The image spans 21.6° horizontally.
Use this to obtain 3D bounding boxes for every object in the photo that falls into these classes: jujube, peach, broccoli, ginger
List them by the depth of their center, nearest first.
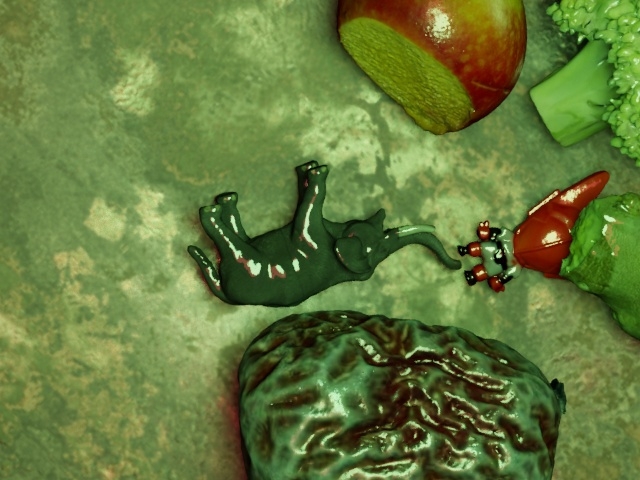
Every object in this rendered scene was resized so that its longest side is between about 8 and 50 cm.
[{"bbox_3d":[0.072,0.181,1.615,0.317,0.226,0.226,5,91,-9],"label":"jujube"},{"bbox_3d":[0.341,-0.177,1.619,0.259,0.235,0.288,-25,82,-6],"label":"broccoli"},{"bbox_3d":[0.107,-0.200,1.622,0.190,0.190,0.192,5,92,-6],"label":"peach"},{"bbox_3d":[0.363,0.051,1.677,0.290,0.089,0.137,40,79,-21],"label":"ginger"}]

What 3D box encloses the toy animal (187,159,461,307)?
[{"bbox_3d":[0.001,-0.010,1.668,0.269,0.082,0.137,-12,96,-9],"label":"toy animal"}]

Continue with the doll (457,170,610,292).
[{"bbox_3d":[0.226,0.002,1.700,0.169,0.057,0.109,-16,97,-8],"label":"doll"}]
